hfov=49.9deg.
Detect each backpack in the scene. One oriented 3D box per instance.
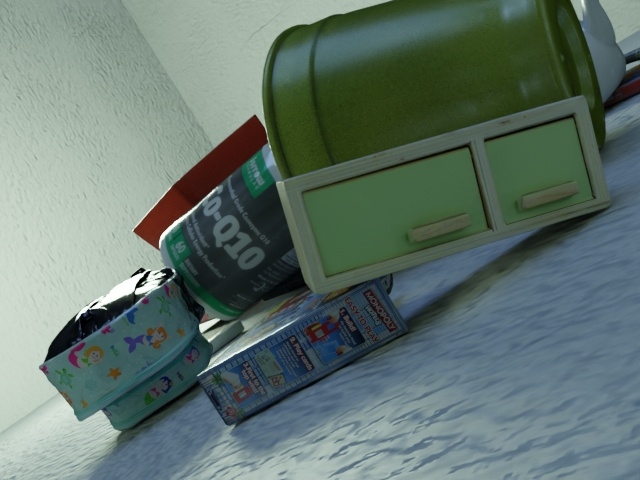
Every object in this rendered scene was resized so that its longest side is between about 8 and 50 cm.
[{"bbox_3d":[-0.277,0.156,1.002,0.225,0.191,0.253,-33,4,-3],"label":"backpack"}]

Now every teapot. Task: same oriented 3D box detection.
[{"bbox_3d":[0.392,-0.303,1.229,0.256,0.187,0.252,-47,10,-3],"label":"teapot"}]

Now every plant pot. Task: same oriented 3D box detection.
[{"bbox_3d":[0.172,-0.184,0.929,0.353,0.366,0.366,-16,12,33],"label":"plant pot"},{"bbox_3d":[-0.189,-0.059,1.461,0.267,0.236,0.267,-50,10,-37],"label":"plant pot"}]

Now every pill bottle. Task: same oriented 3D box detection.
[{"bbox_3d":[-0.081,-0.042,1.181,0.361,0.204,0.204,-39,2,14],"label":"pill bottle"}]

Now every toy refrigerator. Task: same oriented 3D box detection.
[{"bbox_3d":[0.106,-0.042,0.611,0.270,0.102,0.094,-16,6,-7],"label":"toy refrigerator"}]

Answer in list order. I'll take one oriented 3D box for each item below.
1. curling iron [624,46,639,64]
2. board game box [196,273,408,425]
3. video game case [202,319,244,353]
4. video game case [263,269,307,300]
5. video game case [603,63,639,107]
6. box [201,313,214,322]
[{"bbox_3d":[0.656,-0.374,1.367,0.274,0.035,0.068,-26,-28,31],"label":"curling iron"},{"bbox_3d":[0.007,0.082,0.682,0.194,0.060,0.194,-29,5,28],"label":"board game box"},{"bbox_3d":[-0.269,0.230,1.253,0.227,0.026,0.206,-35,5,-37],"label":"video game case"},{"bbox_3d":[0.017,0.001,1.241,0.274,0.026,0.196,-23,30,42],"label":"video game case"},{"bbox_3d":[0.556,-0.285,1.244,0.204,0.025,0.285,-34,4,-26],"label":"video game case"},{"bbox_3d":[-0.260,0.122,1.624,0.149,0.126,0.232,-19,-4,-31],"label":"box"}]
